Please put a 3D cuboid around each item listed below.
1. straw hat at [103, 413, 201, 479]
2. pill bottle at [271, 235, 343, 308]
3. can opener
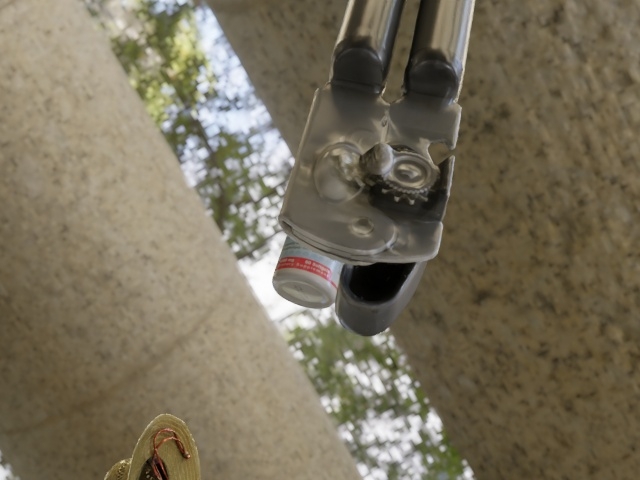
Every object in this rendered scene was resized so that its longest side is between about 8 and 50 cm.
[{"bbox_3d":[-0.165,0.232,1.099,0.061,0.144,0.144,-5,-151,22],"label":"straw hat"},{"bbox_3d":[0.000,0.000,1.535,0.087,0.087,0.160,-10,-128,42],"label":"pill bottle"},{"bbox_3d":[0.038,-0.074,0.647,0.076,0.095,0.283,11,-135,4],"label":"can opener"}]
